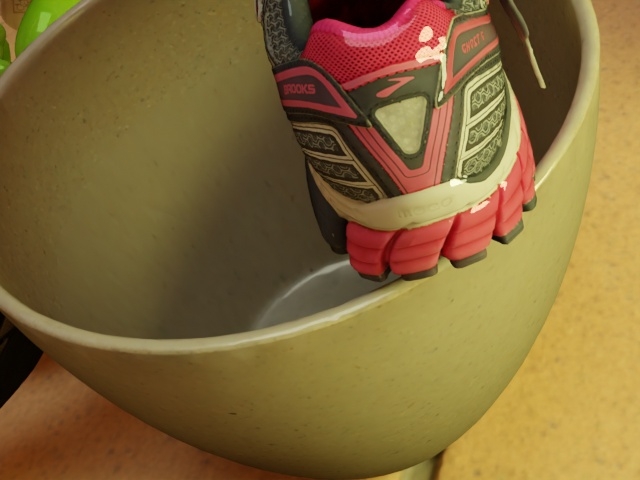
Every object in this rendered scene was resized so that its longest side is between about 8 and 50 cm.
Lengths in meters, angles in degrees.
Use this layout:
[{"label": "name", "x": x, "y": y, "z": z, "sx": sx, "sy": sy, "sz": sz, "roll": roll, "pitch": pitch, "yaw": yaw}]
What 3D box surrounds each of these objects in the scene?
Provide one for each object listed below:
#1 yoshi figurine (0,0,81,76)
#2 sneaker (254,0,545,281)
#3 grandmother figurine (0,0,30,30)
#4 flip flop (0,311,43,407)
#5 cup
[{"label": "yoshi figurine", "x": -0.169, "y": -0.094, "z": 0.850, "sx": 0.204, "sy": 0.203, "sz": 0.362, "roll": 1, "pitch": 51, "yaw": 13}, {"label": "sneaker", "x": 0.025, "y": -0.123, "z": 0.515, "sx": 0.121, "sy": 0.112, "sz": 0.299, "roll": -18, "pitch": 43, "yaw": 3}, {"label": "grandmother figurine", "x": -0.283, "y": -0.330, "z": 1.194, "sx": 0.208, "sy": 0.104, "sz": 0.342, "roll": 1, "pitch": 38, "yaw": -16}, {"label": "flip flop", "x": -0.237, "y": 0.088, "z": 0.687, "sx": 0.080, "sy": 0.112, "sz": 0.277, "roll": 30, "pitch": 97, "yaw": 12}, {"label": "cup", "x": 0.000, "y": 0.000, "z": 0.655, "sx": 0.331, "sy": 0.237, "sz": 0.331, "roll": -11, "pitch": 45, "yaw": 11}]
